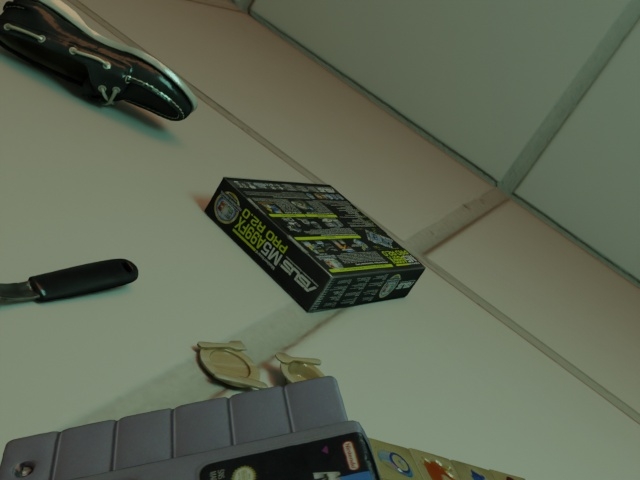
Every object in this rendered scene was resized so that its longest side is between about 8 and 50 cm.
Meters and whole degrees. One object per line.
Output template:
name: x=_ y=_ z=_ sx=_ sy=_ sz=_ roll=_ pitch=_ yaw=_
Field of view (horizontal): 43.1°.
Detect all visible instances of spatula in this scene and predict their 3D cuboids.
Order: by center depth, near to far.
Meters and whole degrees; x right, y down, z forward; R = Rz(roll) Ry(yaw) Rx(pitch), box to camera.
spatula: x=-0.258 y=0.039 z=0.692 sx=0.084 sy=0.030 sz=0.296 roll=54 pitch=23 yaw=13

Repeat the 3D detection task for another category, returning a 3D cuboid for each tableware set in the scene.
tableware set: x=-0.039 y=0.149 z=0.772 sx=0.141 sy=0.020 sz=0.168 roll=17 pitch=22 yaw=-31

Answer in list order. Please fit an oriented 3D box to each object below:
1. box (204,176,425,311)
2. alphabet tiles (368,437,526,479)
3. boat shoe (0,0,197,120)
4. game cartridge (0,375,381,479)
box: x=0.000 y=0.000 z=1.136 sx=0.216 sy=0.060 sz=0.270 roll=42 pitch=22 yaw=24
alphabet tiles: x=0.171 y=0.307 z=0.745 sx=0.343 sy=0.011 sz=0.285 roll=21 pitch=22 yaw=-28
boat shoe: x=-0.329 y=-0.249 z=1.188 sx=0.303 sy=0.091 sz=0.114 roll=29 pitch=-24 yaw=-7
game cartridge: x=-0.062 y=0.205 z=0.387 sx=0.230 sy=0.068 sz=0.355 roll=-15 pitch=30 yaw=-3
